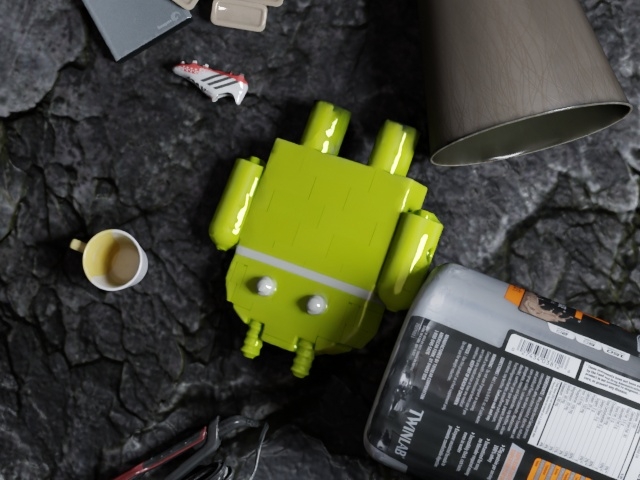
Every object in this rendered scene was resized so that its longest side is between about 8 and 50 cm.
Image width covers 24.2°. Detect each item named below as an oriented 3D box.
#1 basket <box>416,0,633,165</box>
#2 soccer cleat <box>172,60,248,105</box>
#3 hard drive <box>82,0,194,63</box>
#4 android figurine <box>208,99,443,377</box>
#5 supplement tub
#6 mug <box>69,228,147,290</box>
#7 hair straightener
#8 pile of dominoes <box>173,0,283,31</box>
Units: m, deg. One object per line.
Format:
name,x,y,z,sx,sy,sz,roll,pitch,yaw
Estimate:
basket,0.180,-0.209,1.479,0.204,0.154,0.227,-13,79,-1
soccer cleat,-0.118,-0.165,1.571,0.083,0.029,0.036,14,82,4
hard drive,-0.207,-0.268,1.595,0.094,0.022,0.135,-30,82,3
android figurine,0.000,0.000,1.500,0.248,0.056,0.273,21,88,29
supplement tub,0.228,0.170,1.405,0.338,0.207,0.207,22,88,8
mug,-0.212,0.017,1.547,0.062,0.064,0.078,-37,81,3
hair straightener,-0.148,0.256,1.532,0.230,0.047,0.089,-30,82,-1
pile of dominoes,-0.085,-0.352,1.578,0.196,0.040,0.251,35,92,-8
